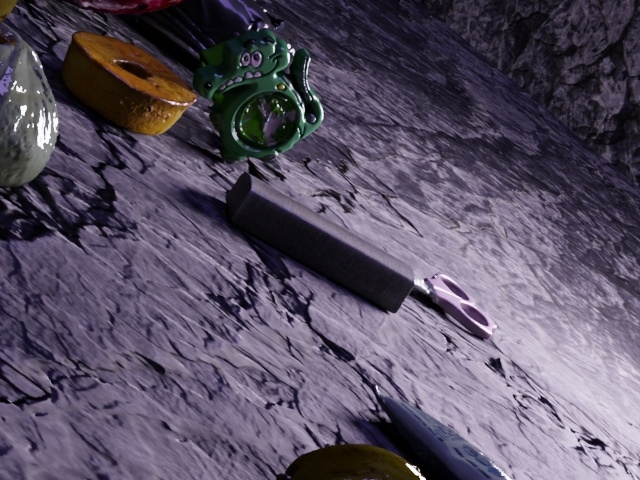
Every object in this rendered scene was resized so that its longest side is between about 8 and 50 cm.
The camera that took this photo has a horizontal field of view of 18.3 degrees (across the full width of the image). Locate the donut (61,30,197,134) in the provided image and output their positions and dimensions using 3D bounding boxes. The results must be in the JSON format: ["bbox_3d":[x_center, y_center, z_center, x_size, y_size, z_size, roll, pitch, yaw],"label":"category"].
[{"bbox_3d":[-0.208,-0.164,2.113,0.152,0.058,0.152,31,14,-9],"label":"donut"}]

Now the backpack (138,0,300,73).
[{"bbox_3d":[-0.116,-0.285,2.622,0.206,0.133,0.258,41,8,14],"label":"backpack"}]

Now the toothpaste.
[{"bbox_3d":[0.134,0.206,1.665,0.069,0.047,0.268,-2,32,-37],"label":"toothpaste"}]

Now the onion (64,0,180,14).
[{"bbox_3d":[-0.268,-0.410,2.400,0.336,0.282,0.260,45,54,13],"label":"onion"}]

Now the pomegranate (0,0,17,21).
[{"bbox_3d":[-0.366,-0.273,1.953,0.159,0.159,0.205,30,-14,-16],"label":"pomegranate"}]

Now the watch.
[{"bbox_3d":[-0.078,-0.177,2.228,0.152,0.131,0.165,-121,-171,-60],"label":"watch"}]

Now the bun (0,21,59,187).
[{"bbox_3d":[-0.300,-0.132,1.675,0.195,0.118,0.195,30,11,-7],"label":"bun"}]

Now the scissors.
[{"bbox_3d":[0.109,0.051,2.184,0.212,0.021,0.110,23,21,-38],"label":"scissors"}]

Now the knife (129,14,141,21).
[{"bbox_3d":[-0.246,-0.324,2.659,0.028,0.015,0.210,37,13,-13],"label":"knife"}]

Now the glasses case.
[{"bbox_3d":[0.000,0.000,2.057,0.205,0.047,0.071,29,13,-17],"label":"glasses case"}]

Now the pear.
[{"bbox_3d":[0.026,0.191,1.348,0.131,0.107,0.107,36,13,-12],"label":"pear"}]
